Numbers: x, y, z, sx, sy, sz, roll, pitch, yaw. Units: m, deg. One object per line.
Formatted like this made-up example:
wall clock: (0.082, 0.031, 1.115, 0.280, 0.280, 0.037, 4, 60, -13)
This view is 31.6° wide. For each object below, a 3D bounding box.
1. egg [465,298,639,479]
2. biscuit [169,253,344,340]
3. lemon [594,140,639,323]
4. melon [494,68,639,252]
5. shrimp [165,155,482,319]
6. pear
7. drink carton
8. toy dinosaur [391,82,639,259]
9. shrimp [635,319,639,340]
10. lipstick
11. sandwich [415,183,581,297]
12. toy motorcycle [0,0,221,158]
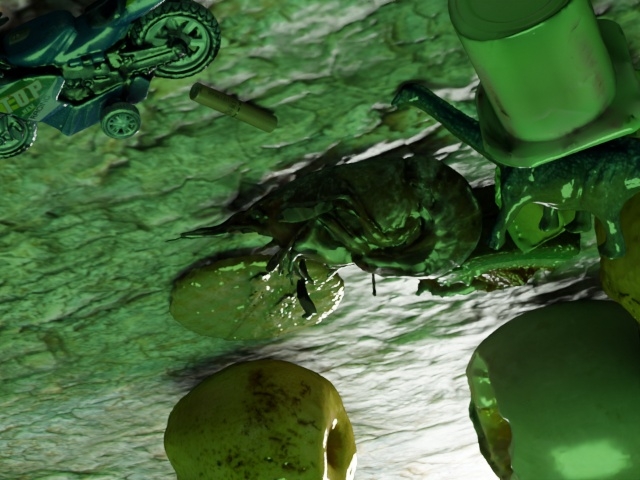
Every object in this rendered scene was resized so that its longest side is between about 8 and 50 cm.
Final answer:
egg: (0.371, 0.214, 1.494, 0.335, 0.278, 0.278, -8, 150, -5)
biscuit: (-0.079, 0.072, 1.390, 0.219, 0.033, 0.220, -5, 150, -3)
lemon: (0.425, -0.014, 1.143, 0.257, 0.258, 0.310, 20, 145, -38)
melon: (0.248, -0.090, 1.118, 0.064, 0.118, 0.209, -31, 171, -49)
shrimp: (0.000, -0.007, 1.196, 0.342, 0.116, 0.145, -5, 116, 15)
pear: (-0.085, 0.290, 1.578, 0.271, 0.271, 0.271, -6, 150, -3)
drink carton: (0.179, -0.165, 0.956, 0.144, 0.146, 0.142, -20, 139, 18)
toy dinosaur: (0.237, -0.058, 1.053, 0.362, 0.076, 0.147, 10, 120, 21)
shrimp: (0.471, 0.146, 1.383, 0.222, 0.291, 0.054, 23, 146, -28)
lipstick: (-0.081, -0.125, 1.070, 0.094, 0.019, 0.019, 19, 140, -38)
sandwich: (0.196, 0.012, 1.280, 0.184, 0.109, 0.160, -6, 148, -3)
toy motorcycle: (-0.205, -0.152, 0.932, 0.254, 0.092, 0.136, -23, 138, 9)
